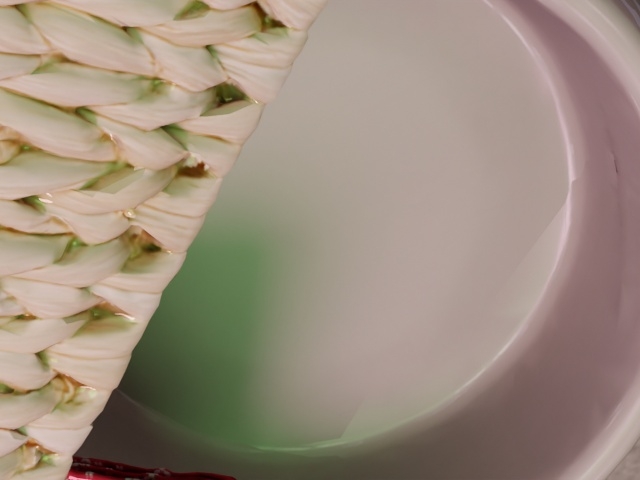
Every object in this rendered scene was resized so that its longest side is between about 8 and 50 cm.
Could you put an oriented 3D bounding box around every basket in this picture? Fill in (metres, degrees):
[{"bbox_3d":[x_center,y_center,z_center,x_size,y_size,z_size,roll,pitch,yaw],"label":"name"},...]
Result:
[{"bbox_3d":[-0.226,-0.091,0.530,0.331,0.328,0.266,8,117,-43],"label":"basket"}]

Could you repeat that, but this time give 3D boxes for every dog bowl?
[{"bbox_3d":[0.000,0.000,0.780,0.349,0.102,0.348,-4,113,-9],"label":"dog bowl"}]

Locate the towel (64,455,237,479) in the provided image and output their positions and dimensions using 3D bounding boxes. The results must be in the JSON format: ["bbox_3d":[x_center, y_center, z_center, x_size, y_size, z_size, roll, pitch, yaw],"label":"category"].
[{"bbox_3d":[-0.169,0.135,0.772,0.275,0.031,0.199,11,135,5],"label":"towel"}]
